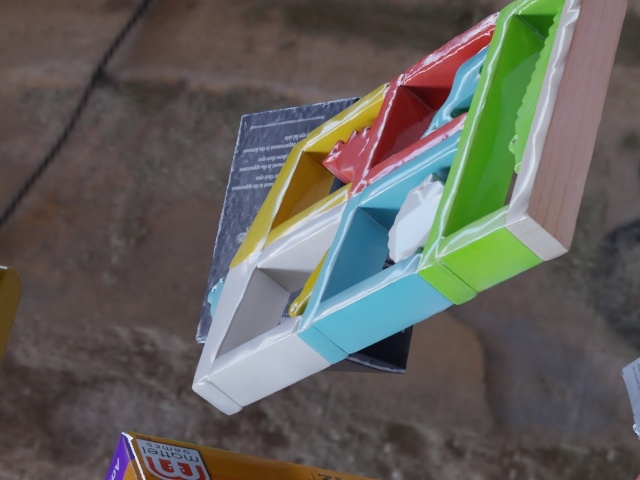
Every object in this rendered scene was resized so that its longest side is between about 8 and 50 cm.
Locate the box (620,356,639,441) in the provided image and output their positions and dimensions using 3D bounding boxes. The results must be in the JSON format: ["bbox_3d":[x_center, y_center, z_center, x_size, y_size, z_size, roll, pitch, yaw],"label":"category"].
[{"bbox_3d":[0.353,0.124,1.084,0.127,0.231,0.262,52,-167,-12],"label":"box"}]

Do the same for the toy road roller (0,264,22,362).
[{"bbox_3d":[-0.500,0.121,1.735,0.240,0.202,0.329,80,-157,-66],"label":"toy road roller"}]

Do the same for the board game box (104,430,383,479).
[{"bbox_3d":[-0.012,0.412,1.148,0.356,0.356,0.356,14,-71,-23],"label":"board game box"}]

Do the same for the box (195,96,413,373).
[{"bbox_3d":[0.000,0.000,1.246,0.108,0.153,0.207,21,-105,-39],"label":"box"}]

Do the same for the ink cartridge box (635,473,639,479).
[{"bbox_3d":[0.228,0.220,0.862,0.092,0.158,0.218,-41,-3,39],"label":"ink cartridge box"}]

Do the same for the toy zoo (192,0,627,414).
[{"bbox_3d":[0.030,-0.018,0.795,0.030,0.293,0.192,39,-132,-21],"label":"toy zoo"}]
